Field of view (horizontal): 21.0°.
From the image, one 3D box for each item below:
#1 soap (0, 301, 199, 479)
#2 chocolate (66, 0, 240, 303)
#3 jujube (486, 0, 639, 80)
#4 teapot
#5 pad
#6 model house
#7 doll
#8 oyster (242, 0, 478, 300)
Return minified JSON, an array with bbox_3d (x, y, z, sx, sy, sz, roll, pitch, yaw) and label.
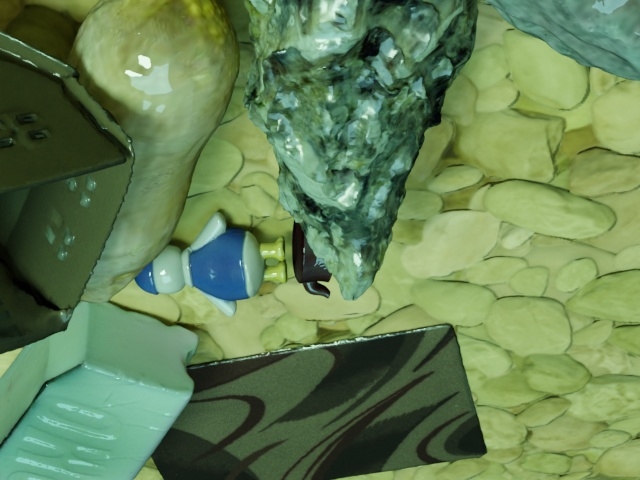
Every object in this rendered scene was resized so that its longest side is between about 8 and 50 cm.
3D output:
[{"bbox_3d":[-0.222,0.159,1.591,0.145,0.091,0.230,20,132,-17],"label":"soap"},{"bbox_3d":[-0.153,-0.075,1.318,0.134,0.134,0.309,12,133,-14],"label":"chocolate"},{"bbox_3d":[0.183,-0.241,1.080,0.246,0.215,0.308,-35,124,17],"label":"jujube"},{"bbox_3d":[0.000,0.000,1.449,0.045,0.068,0.100,1,104,-8],"label":"teapot"},{"bbox_3d":[-0.014,0.175,1.681,0.330,0.004,0.220,-10,137,9],"label":"pad"},{"bbox_3d":[-0.294,-0.057,1.236,0.204,0.243,0.211,-15,146,-39],"label":"model house"},{"bbox_3d":[-0.100,0.022,1.475,0.143,0.057,0.098,-5,116,5],"label":"doll"},{"bbox_3d":[0.025,-0.115,1.274,0.162,0.158,0.351,14,124,20],"label":"oyster"}]
